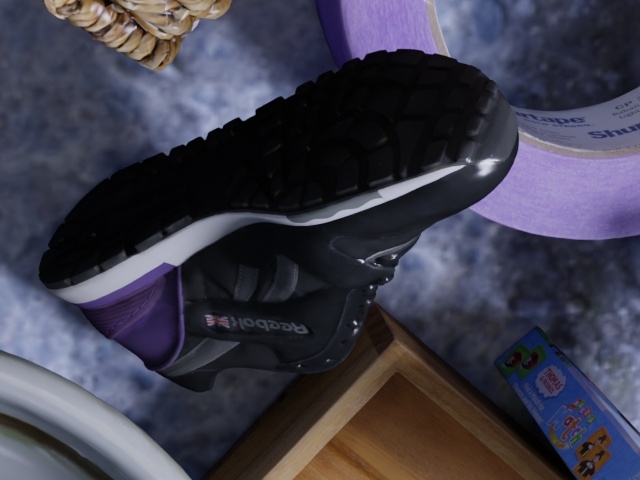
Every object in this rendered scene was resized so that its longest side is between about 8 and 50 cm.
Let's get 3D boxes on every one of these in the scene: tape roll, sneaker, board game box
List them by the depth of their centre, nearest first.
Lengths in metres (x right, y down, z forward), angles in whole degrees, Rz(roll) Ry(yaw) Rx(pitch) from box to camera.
[{"bbox_3d":[0.000,0.000,0.985,0.283,0.107,0.124,-17,126,41],"label":"sneaker"},{"bbox_3d":[0.136,-0.143,1.015,0.274,0.090,0.275,-3,108,-8],"label":"tape roll"},{"bbox_3d":[0.179,0.142,1.049,0.039,0.211,0.160,-42,110,5],"label":"board game box"}]

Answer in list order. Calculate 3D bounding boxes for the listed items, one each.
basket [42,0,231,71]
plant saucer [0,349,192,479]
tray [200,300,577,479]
[{"bbox_3d":[-0.108,-0.266,0.868,0.223,0.213,0.299,-39,129,23],"label":"basket"},{"bbox_3d":[-0.222,0.227,1.028,0.400,0.100,0.400,0,103,-1],"label":"plant saucer"},{"bbox_3d":[0.112,0.239,1.143,0.411,0.076,0.203,41,97,-18],"label":"tray"}]
